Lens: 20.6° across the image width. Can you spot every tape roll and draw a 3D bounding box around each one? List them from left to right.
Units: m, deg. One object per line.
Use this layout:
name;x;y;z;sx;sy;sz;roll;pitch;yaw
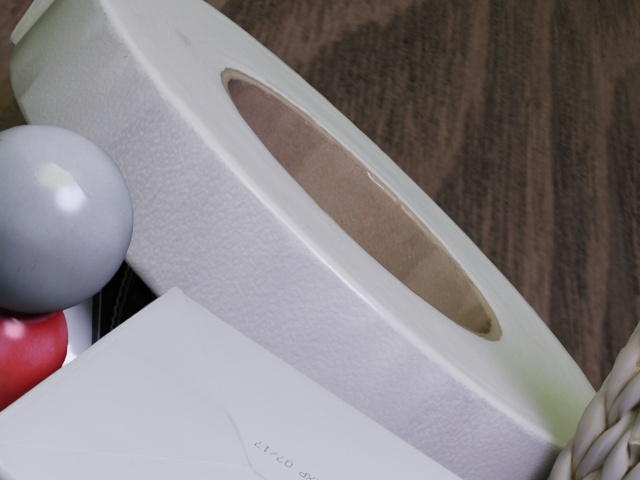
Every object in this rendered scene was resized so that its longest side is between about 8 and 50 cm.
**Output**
tape roll;0.000;0.000;0.947;0.392;0.072;0.392;41;12;-10

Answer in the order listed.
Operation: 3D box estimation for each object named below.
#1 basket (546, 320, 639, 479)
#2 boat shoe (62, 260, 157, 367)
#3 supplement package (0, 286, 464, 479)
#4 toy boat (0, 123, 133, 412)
basket;0.282;0.186;0.781;0.328;0.331;0.266;11;27;-28
boat shoe;-0.114;0.016;0.948;0.102;0.108;0.301;18;23;-14
supplement package;-0.046;0.169;0.646;0.194;0.203;0.149;33;30;12
toy boat;-0.227;0.003;0.588;0.318;0.148;0.267;10;33;-28
